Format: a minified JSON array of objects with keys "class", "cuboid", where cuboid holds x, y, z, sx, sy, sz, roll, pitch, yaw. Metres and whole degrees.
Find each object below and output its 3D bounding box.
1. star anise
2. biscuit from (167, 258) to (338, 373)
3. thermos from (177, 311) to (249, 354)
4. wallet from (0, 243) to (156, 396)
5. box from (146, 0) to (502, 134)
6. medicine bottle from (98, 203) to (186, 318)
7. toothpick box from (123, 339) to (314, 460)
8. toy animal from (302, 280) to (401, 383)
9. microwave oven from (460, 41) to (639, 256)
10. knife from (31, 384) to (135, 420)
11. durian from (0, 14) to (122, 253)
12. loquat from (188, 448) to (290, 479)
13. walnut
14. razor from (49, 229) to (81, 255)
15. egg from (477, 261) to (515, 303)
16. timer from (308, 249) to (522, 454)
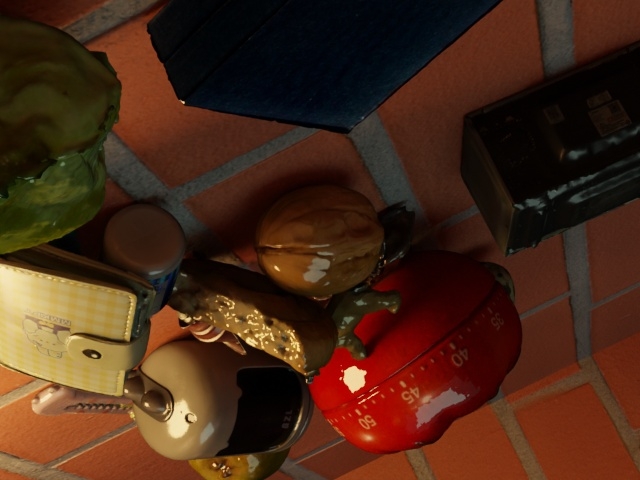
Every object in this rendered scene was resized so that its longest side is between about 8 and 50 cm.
[{"class":"star anise","cuboid":[0.048,0.028,1.969,0.229,0.093,0.236,-25,163,-16]},{"class":"biscuit","cuboid":[-0.097,0.095,1.782,0.213,0.274,0.091,-17,127,-75]},{"class":"thermos","cuboid":[-0.141,0.114,1.955,0.232,0.099,0.124,11,102,-54]},{"class":"wallet","cuboid":[-0.336,0.103,1.621,0.223,0.077,0.309,20,150,-2]},{"class":"box","cuboid":[0.012,-0.238,1.265,0.261,0.116,0.279,-40,154,30]},{"class":"medicine bottle","cuboid":[-0.245,0.040,1.643,0.107,0.107,0.191,-15,156,-23]},{"class":"toothpick box","cuboid":[-0.191,0.266,2.117,0.316,0.229,0.229,5,144,-49]},{"class":"toy animal","cuboid":[0.034,0.120,1.866,0.101,0.103,0.218,-24,154,-48]},{"class":"microwave oven","cuboid":[0.380,-0.125,1.838,0.295,0.181,0.237,-23,160,-4]},{"class":"knife","cuboid":[-0.370,0.291,2.186,0.132,0.038,0.399,-36,156,20]},{"class":"durian","cuboid":[-0.314,-0.086,1.143,0.256,0.204,0.339,-5,156,-17]},{"class":"loquat","cuboid":[-0.155,0.364,2.383,0.213,0.213,0.246,-36,-164,27]},{"class":"walnut","cuboid":[0.000,0.000,1.749,0.207,0.159,0.159,-13,156,-40]},{"class":"razor","cuboid":[-0.322,-0.027,1.498,0.082,0.042,0.253,-21,159,-13]},{"class":"egg","cuboid":[0.278,0.135,2.339,0.228,0.177,0.177,-49,151,21]},{"class":"timer","cuboid":[0.154,0.184,2.093,0.378,0.279,0.378,-35,-177,2]}]
